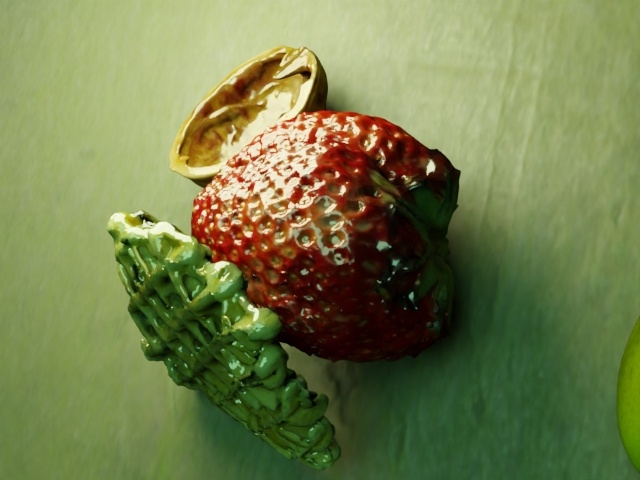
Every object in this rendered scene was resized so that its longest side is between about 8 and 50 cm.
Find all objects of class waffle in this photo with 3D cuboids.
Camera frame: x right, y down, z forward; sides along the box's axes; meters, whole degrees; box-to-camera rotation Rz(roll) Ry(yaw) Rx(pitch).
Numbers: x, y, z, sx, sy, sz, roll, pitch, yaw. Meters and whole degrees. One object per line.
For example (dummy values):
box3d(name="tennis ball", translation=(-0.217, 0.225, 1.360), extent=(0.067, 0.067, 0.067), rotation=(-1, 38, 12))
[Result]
box3d(name="waffle", translation=(-0.107, 0.110, 1.393), extent=(0.073, 0.317, 0.297), rotation=(-39, 47, -22))

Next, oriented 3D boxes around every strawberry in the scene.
box3d(name="strawberry", translation=(0.000, 0.000, 1.401), extent=(0.288, 0.250, 0.238), rotation=(2, 118, 18))

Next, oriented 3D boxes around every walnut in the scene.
box3d(name="walnut", translation=(-0.072, -0.127, 1.555), extent=(0.211, 0.087, 0.167), rotation=(-40, 40, 0))

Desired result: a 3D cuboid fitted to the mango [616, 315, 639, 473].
box3d(name="mango", translation=(0.379, 0.103, 1.240), extent=(0.273, 0.149, 0.185), rotation=(-40, 64, 16))
